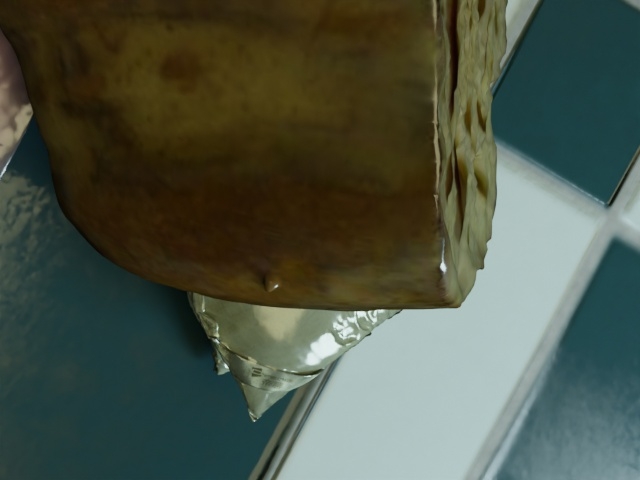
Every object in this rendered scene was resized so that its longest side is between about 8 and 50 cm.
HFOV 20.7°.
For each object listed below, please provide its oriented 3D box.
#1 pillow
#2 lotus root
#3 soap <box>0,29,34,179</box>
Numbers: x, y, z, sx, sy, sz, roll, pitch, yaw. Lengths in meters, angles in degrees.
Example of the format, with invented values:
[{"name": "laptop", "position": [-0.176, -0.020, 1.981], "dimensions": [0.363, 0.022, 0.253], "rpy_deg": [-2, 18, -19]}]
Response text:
[{"name": "pillow", "position": [0.000, 0.000, 1.036], "dimensions": [0.181, 0.078, 0.134], "rpy_deg": [-32, 112, -13]}, {"name": "lotus root", "position": [-0.010, -0.108, 0.908], "dimensions": [0.250, 0.316, 0.316], "rpy_deg": [-3, 109, 19]}, {"name": "soap", "position": [-0.282, -0.088, 0.896], "dimensions": [0.259, 0.081, 0.181], "rpy_deg": [26, 93, -27]}]
